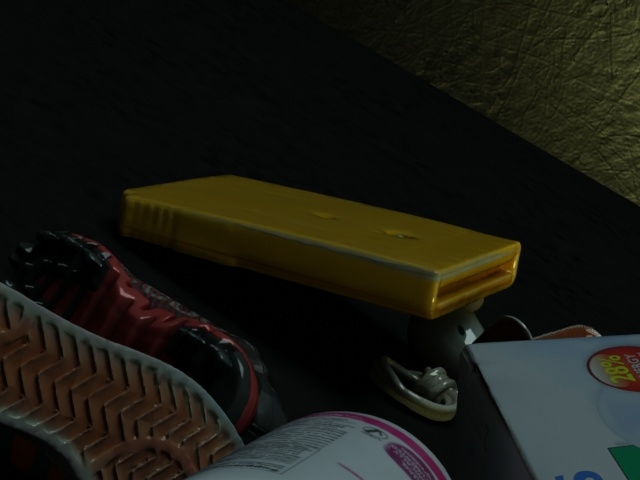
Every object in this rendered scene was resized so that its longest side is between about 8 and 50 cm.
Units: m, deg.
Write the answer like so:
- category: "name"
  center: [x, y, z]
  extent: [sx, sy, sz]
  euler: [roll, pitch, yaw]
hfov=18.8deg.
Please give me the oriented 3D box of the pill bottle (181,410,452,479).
- category: "pill bottle"
  center: [-0.026, 0.200, 1.111]
  extent: [0.160, 0.160, 0.283]
  euler: [35, 16, 13]

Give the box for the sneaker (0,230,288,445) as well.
- category: "sneaker"
  center: [-0.126, 0.084, 1.419]
  extent: [0.276, 0.097, 0.135]
  euler: [31, -4, 38]

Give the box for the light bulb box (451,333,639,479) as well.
- category: "light bulb box"
  center: [0.297, 0.228, 1.254]
  extent: [0.361, 0.225, 0.358]
  euler: [-3, 24, -11]

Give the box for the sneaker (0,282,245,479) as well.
- category: "sneaker"
  center: [-0.173, 0.100, 1.243]
  extent: [0.302, 0.108, 0.121]
  euler: [38, -14, -27]

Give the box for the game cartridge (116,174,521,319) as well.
- category: "game cartridge"
  center: [0.000, 0.000, 1.829]
  extent: [0.324, 0.052, 0.285]
  euler: [13, 9, 20]

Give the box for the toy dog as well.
- category: "toy dog"
  center: [0.229, 0.134, 1.809]
  extent: [0.334, 0.161, 0.220]
  euler: [35, 15, 13]
